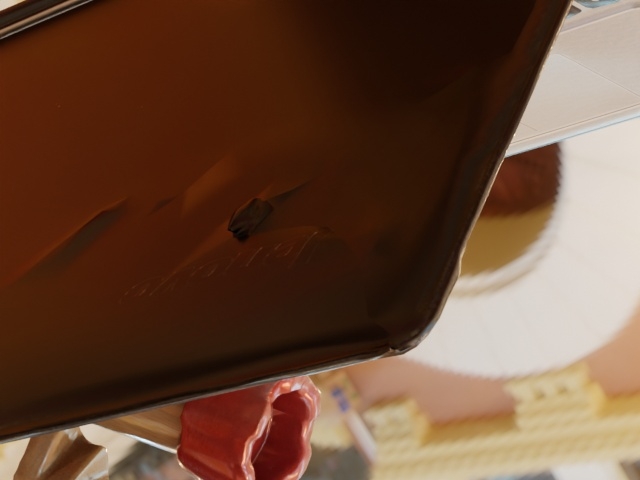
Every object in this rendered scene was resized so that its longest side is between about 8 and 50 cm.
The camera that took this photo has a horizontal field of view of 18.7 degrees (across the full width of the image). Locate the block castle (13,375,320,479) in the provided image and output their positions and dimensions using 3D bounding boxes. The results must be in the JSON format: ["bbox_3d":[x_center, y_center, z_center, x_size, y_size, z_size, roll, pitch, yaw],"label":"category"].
[{"bbox_3d":[-0.162,0.231,0.995,0.212,0.303,0.453,16,-106,25],"label":"block castle"}]

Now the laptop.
[{"bbox_3d":[0.000,0.000,0.728,0.382,0.236,0.408,-15,157,37],"label":"laptop"}]
